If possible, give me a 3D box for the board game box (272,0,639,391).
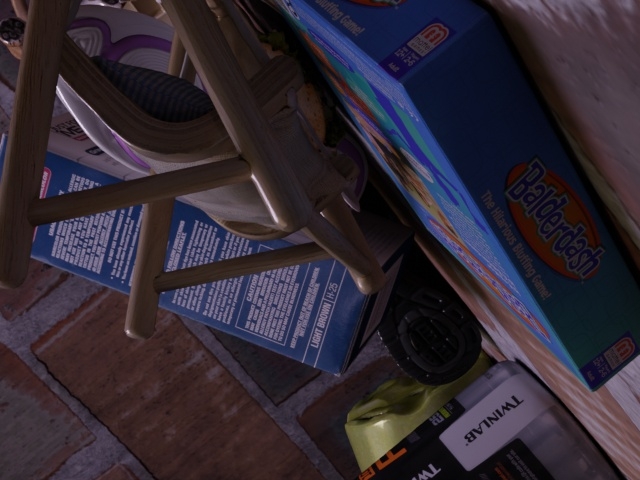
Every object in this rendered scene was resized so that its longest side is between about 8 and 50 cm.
[{"bbox_3d":[0.059,-0.045,0.668,0.210,0.047,0.160,54,176,-41],"label":"board game box"}]

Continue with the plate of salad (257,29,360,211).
[{"bbox_3d":[-0.019,-0.110,1.113,0.200,0.048,0.200,54,-174,-9],"label":"plate of salad"}]

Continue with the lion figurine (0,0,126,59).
[{"bbox_3d":[-0.156,-0.144,1.532,0.392,0.142,0.240,35,170,12],"label":"lion figurine"}]

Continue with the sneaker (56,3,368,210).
[{"bbox_3d":[-0.110,-0.101,1.245,0.305,0.114,0.152,29,-179,-30],"label":"sneaker"}]

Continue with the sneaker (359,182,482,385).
[{"bbox_3d":[0.045,0.022,1.498,0.286,0.109,0.130,53,-177,-18],"label":"sneaker"}]

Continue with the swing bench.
[{"bbox_3d":[-0.080,-0.094,0.813,0.253,0.165,0.254,42,-143,-77],"label":"swing bench"}]

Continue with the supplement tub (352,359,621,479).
[{"bbox_3d":[0.119,0.278,1.401,0.193,0.316,0.193,51,177,3],"label":"supplement tub"}]

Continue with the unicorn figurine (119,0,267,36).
[{"bbox_3d":[-0.088,-0.189,1.272,0.162,0.060,0.111,31,-174,-13],"label":"unicorn figurine"}]

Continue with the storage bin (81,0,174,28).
[{"bbox_3d":[-0.280,-0.345,1.672,0.262,0.123,0.260,49,178,21],"label":"storage bin"}]

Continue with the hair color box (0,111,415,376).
[{"bbox_3d":[-0.106,-0.007,1.332,0.347,0.105,0.174,21,-163,10],"label":"hair color box"}]

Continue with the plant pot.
[{"bbox_3d":[0.161,0.270,1.674,0.254,0.276,0.276,63,177,-5],"label":"plant pot"}]
